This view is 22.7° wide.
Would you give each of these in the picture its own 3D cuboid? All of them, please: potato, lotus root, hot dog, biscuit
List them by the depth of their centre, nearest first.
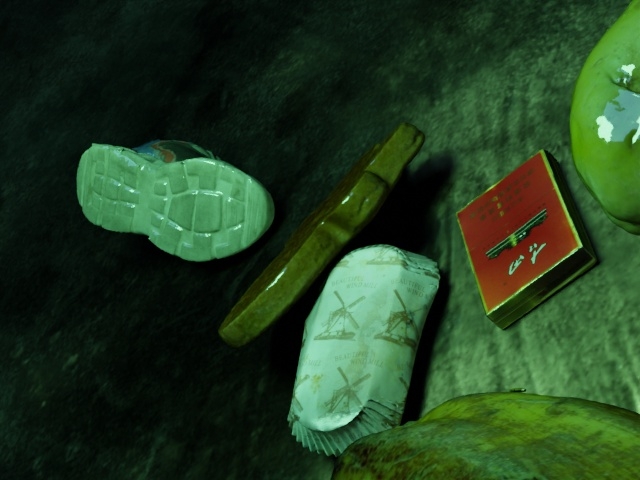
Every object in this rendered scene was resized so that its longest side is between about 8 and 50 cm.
[{"bbox_3d":[0.135,0.179,0.869,0.196,0.179,0.397,-37,23,-16],"label":"lotus root"},{"bbox_3d":[0.252,-0.096,1.075,0.200,0.137,0.154,-59,21,-3],"label":"potato"},{"bbox_3d":[0.032,0.083,1.235,0.108,0.059,0.191,-8,44,30],"label":"hot dog"},{"bbox_3d":[0.000,0.000,1.336,0.236,0.039,0.180,-48,6,-18],"label":"biscuit"}]

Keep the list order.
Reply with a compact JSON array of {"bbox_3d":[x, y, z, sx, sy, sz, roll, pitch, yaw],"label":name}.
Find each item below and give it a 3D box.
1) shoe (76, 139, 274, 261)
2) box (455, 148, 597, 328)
[{"bbox_3d":[-0.124,-0.043,1.558,0.228,0.125,0.099,15,103,31],"label":"shoe"},{"bbox_3d":[0.154,-0.003,1.212,0.090,0.023,0.133,-38,32,20],"label":"box"}]
